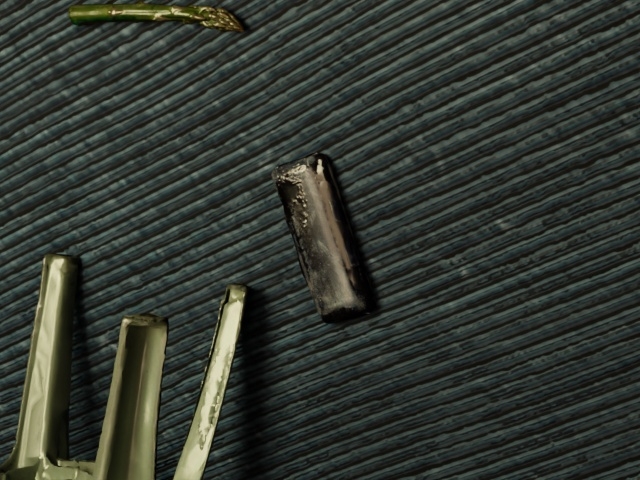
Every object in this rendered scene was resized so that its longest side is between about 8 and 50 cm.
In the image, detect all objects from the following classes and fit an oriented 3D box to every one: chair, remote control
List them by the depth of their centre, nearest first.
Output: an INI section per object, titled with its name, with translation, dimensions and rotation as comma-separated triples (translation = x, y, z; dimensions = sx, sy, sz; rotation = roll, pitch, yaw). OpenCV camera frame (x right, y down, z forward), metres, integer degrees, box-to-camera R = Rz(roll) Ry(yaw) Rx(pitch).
[remote control]
translation = 0.000, 0.000, 0.873
dimensions = 0.039, 0.014, 0.096
rotation = -16, 93, 29
[chair]
translation = -0.136, 0.152, 0.898
dimensions = 0.203, 0.190, 0.274
rotation = 11, 99, 26

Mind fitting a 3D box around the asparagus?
[asparagus]
translation = -0.094, -0.128, 0.892
dimensions = 0.114, 0.014, 0.015
rotation = 6, 138, 27
